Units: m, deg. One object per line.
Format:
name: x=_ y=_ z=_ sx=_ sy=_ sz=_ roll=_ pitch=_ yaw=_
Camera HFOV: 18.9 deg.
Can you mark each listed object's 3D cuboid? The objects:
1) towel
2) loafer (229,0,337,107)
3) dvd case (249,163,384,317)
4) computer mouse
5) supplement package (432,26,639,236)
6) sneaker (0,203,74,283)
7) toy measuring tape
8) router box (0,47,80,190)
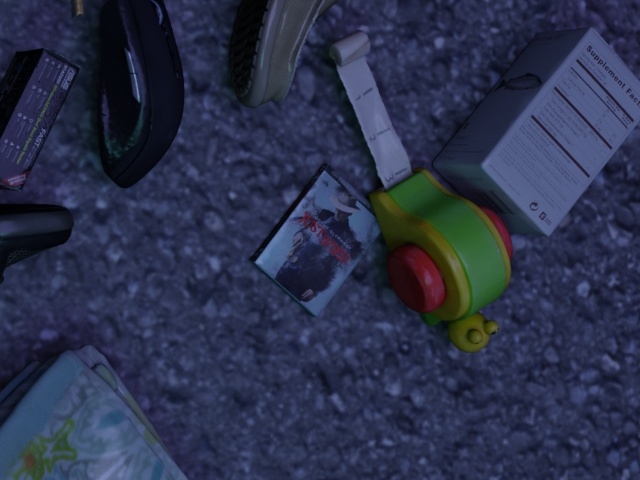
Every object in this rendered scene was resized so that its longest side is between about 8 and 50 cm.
towel: x=-0.225 y=0.312 z=1.612 sx=0.320 sy=0.090 sz=0.374 roll=57 pitch=47 yaw=-21
loafer: x=-0.006 y=-0.242 z=1.746 sx=0.092 sy=0.102 sz=0.268 roll=19 pitch=85 yaw=-19
dvd case: x=0.000 y=0.000 z=1.814 sx=0.087 sy=0.013 sz=0.119 roll=43 pitch=75 yaw=-21
computer mouse: x=-0.161 y=-0.173 z=1.641 sx=0.060 sy=0.184 sz=0.262 roll=3 pitch=93 yaw=16
supplement package: x=0.216 y=-0.105 z=1.856 sx=0.105 sy=0.105 sz=0.179 roll=44 pitch=75 yaw=-19
sneaker: x=-0.314 y=0.041 z=1.635 sx=0.228 sy=0.087 sz=0.130 roll=-17 pitch=102 yaw=-20
toy measuring tape: x=0.102 y=-0.039 z=1.790 sx=0.121 sy=0.121 sz=0.330 roll=-28 pitch=110 yaw=-21
router box: x=-0.258 y=-0.103 z=1.644 sx=0.038 sy=0.092 sz=0.122 roll=28 pitch=82 yaw=-23
